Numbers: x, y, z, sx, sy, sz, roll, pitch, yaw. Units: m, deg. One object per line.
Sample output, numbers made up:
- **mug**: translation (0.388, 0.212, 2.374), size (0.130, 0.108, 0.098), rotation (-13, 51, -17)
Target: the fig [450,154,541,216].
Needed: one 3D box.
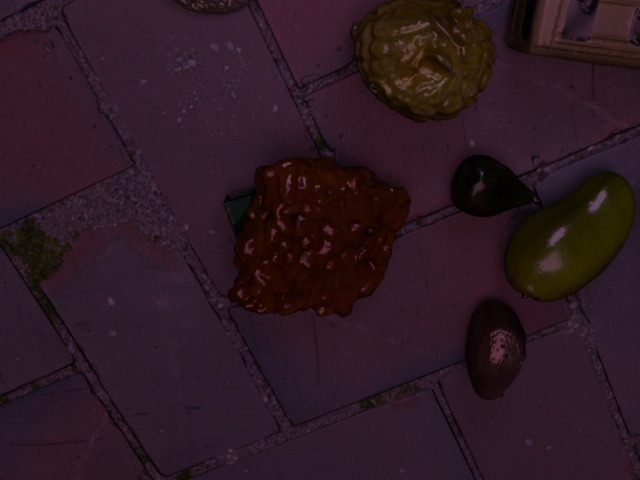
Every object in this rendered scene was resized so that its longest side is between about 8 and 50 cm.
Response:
- **fig**: translation (0.332, -0.095, 1.516), size (0.177, 0.117, 0.117), rotation (10, 112, -21)

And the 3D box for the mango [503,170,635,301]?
- **mango**: translation (0.479, -0.004, 1.528), size (0.293, 0.143, 0.175), rotation (-45, 99, 5)

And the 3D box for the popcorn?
- **popcorn**: translation (0.166, -0.328, 1.383), size (0.237, 0.251, 0.206), rotation (-26, 139, -24)

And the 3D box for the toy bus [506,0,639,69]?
- **toy bus**: translation (0.518, -0.370, 1.349), size (0.365, 0.202, 0.177), rotation (6, 110, -2)

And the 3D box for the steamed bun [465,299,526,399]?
- **steamed bun**: translation (0.354, 0.224, 1.611), size (0.106, 0.145, 0.175), rotation (8, 116, -4)

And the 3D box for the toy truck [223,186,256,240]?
- **toy truck**: translation (-0.134, -0.026, 1.556), size (0.065, 0.079, 0.147), rotation (-15, 112, 6)

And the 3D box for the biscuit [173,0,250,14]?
- **biscuit**: translation (-0.184, -0.467, 1.411), size (0.249, 0.032, 0.133), rotation (-5, 112, 2)

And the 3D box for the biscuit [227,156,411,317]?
- **biscuit**: translation (0.000, 0.000, 1.509), size (0.318, 0.110, 0.312), rotation (7, 115, -30)
